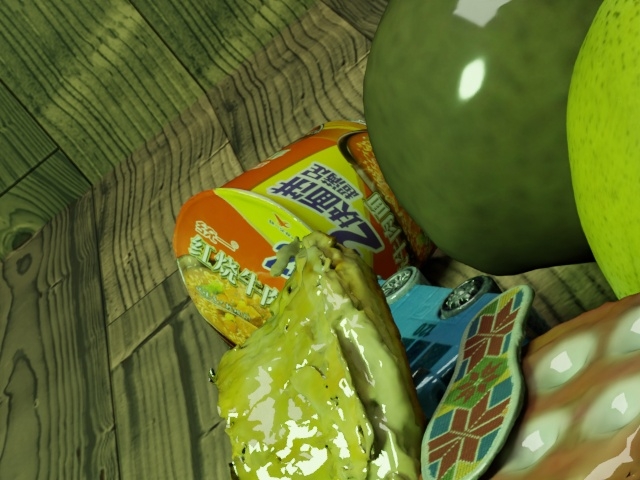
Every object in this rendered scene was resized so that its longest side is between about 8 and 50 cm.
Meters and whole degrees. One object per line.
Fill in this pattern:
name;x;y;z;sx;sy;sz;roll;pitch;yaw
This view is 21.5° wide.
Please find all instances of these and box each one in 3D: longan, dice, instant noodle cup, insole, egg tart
longan;0.175;-0.107;1.219;0.288;0.288;0.350;-34;-23;17
dice;0.162;0.144;0.849;0.175;0.179;0.174;-23;24;38
instant noodle cup;0.000;0.000;1.523;0.213;0.213;0.174;-19;18;49
insole;0.085;0.075;0.891;0.065;0.006;0.193;-34;15;27
egg tart;0.005;0.141;1.004;0.116;0.295;0.295;-15;16;-6

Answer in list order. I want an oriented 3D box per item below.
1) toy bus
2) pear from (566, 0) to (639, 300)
toy bus;0.085;0.104;1.212;0.133;0.116;0.234;-43;16;-16
pear;0.271;-0.056;0.933;0.294;0.294;0.294;-35;18;13
